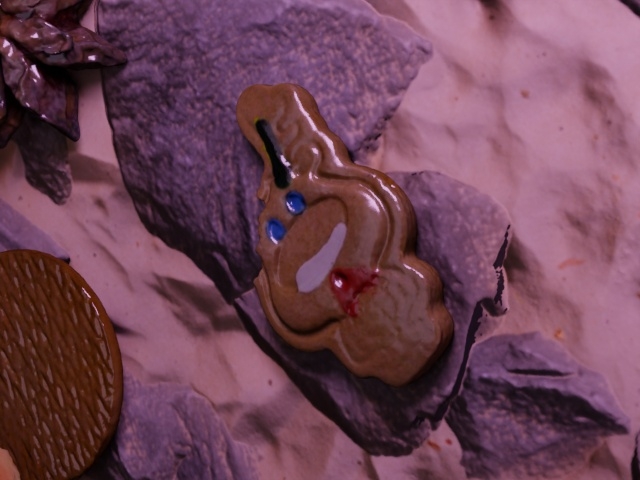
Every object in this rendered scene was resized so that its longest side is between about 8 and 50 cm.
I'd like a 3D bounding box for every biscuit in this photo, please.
[{"bbox_3d":[0.005,-0.007,1.517,0.183,0.047,0.319,-24,80,29],"label":"biscuit"},{"bbox_3d":[-0.308,0.138,1.734,0.262,0.037,0.262,3,96,32],"label":"biscuit"}]

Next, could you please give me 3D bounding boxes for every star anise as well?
[{"bbox_3d":[-0.317,-0.212,1.674,0.223,0.109,0.236,-11,86,29],"label":"star anise"}]

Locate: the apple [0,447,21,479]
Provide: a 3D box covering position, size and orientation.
[{"bbox_3d":[-0.453,0.317,1.742,0.314,0.252,0.309,-31,81,0],"label":"apple"}]
